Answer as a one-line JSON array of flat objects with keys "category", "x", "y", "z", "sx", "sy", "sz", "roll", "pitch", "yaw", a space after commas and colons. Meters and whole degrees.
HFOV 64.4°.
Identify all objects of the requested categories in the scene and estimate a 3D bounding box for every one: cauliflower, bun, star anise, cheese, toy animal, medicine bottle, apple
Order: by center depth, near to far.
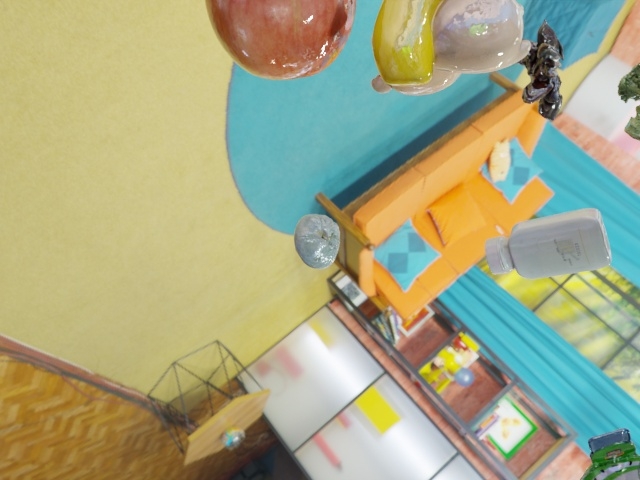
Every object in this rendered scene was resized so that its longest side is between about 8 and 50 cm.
[{"category": "toy animal", "x": 0.273, "y": -0.474, "z": 1.182, "sx": 0.346, "sy": 0.277, "sz": 0.247, "roll": -15, "pitch": 169, "yaw": 5}, {"category": "apple", "x": -0.097, "y": -0.566, "z": 1.236, "sx": 0.364, "sy": 0.364, "sz": 0.363, "roll": -34, "pitch": 153, "yaw": -20}, {"category": "cheese", "x": 0.721, "y": 0.562, "z": 1.240, "sx": 0.204, "sy": 0.083, "sz": 0.320, "roll": -22, "pitch": 123, "yaw": 11}, {"category": "bun", "x": 0.000, "y": 0.000, "z": 1.244, "sx": 0.141, "sy": 0.083, "sz": 0.140, "roll": 7, "pitch": 80, "yaw": -50}, {"category": "cauliflower", "x": 0.926, "y": -0.355, "z": 1.336, "sx": 0.250, "sy": 0.272, "sz": 0.275, "roll": -52, "pitch": 175, "yaw": 13}, {"category": "medicine bottle", "x": 0.608, "y": 0.019, "z": 1.375, "sx": 0.297, "sy": 0.161, "sz": 0.111, "roll": -16, "pitch": -162, "yaw": 32}, {"category": "star anise", "x": 0.608, "y": -0.456, "z": 1.392, "sx": 0.129, "sy": 0.212, "sz": 0.283, "roll": -16, "pitch": 164, "yaw": 30}]
